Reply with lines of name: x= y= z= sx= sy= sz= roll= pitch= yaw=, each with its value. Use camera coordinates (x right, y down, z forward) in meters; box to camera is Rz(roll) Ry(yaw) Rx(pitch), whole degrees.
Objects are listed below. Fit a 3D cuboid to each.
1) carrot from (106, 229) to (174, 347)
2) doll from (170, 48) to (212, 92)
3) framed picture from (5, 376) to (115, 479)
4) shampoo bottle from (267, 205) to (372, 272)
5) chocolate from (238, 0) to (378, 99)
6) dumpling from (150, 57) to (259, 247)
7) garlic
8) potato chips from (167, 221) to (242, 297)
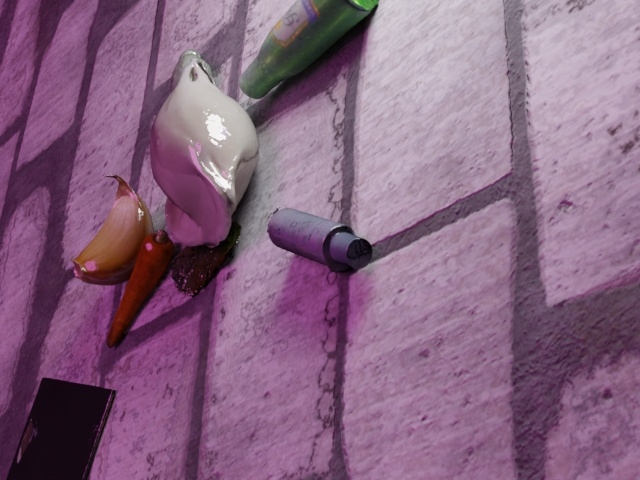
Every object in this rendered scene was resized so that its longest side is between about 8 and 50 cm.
carrot: x=-0.329 y=0.090 z=2.100 sx=0.257 sy=0.061 sz=0.061 roll=-64 pitch=31 yaw=19
doll: x=-0.254 y=-0.308 z=2.233 sx=0.103 sy=0.071 sz=0.214 roll=-51 pitch=32 yaw=18
framed picture: x=-0.497 y=0.384 z=2.165 sx=0.323 sy=0.013 sz=0.244 roll=-2 pitch=67 yaw=54
shampoo bottle: x=0.000 y=0.000 z=1.676 sx=0.214 sy=0.072 sz=0.072 roll=19 pitch=85 yaw=57
chocolate: x=-0.034 y=-0.340 z=1.927 sx=0.291 sy=0.110 sz=0.110 roll=-39 pitch=41 yaw=37
dumpling: x=-0.209 y=-0.128 z=1.978 sx=0.341 sy=0.181 sz=0.260 roll=52 pitch=137 yaw=24
garlic: x=-0.370 y=-0.001 z=2.161 sx=0.115 sy=0.128 sz=0.207 roll=73 pitch=-144 yaw=-72
potato chips: x=-0.202 y=0.031 z=1.978 sx=0.209 sy=0.026 sz=0.142 roll=3 pitch=73 yaw=55
